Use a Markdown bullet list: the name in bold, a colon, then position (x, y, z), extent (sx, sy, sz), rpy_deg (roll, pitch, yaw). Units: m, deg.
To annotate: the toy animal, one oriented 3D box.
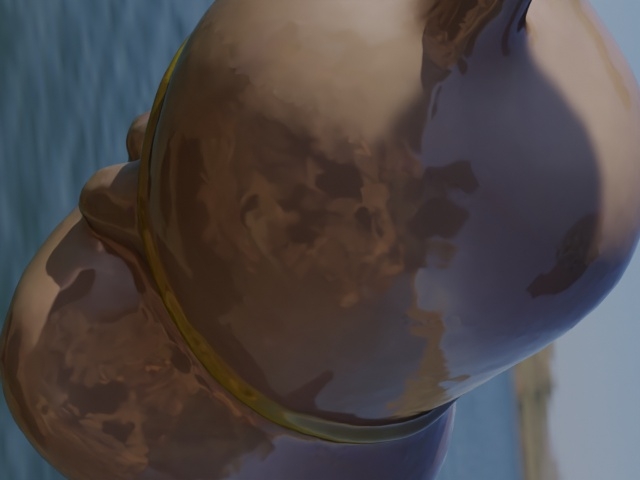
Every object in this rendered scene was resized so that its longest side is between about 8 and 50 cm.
- **toy animal**: position (0.002, -0.001, 0.539), extent (0.165, 0.149, 0.248), rpy_deg (-39, 161, -44)
